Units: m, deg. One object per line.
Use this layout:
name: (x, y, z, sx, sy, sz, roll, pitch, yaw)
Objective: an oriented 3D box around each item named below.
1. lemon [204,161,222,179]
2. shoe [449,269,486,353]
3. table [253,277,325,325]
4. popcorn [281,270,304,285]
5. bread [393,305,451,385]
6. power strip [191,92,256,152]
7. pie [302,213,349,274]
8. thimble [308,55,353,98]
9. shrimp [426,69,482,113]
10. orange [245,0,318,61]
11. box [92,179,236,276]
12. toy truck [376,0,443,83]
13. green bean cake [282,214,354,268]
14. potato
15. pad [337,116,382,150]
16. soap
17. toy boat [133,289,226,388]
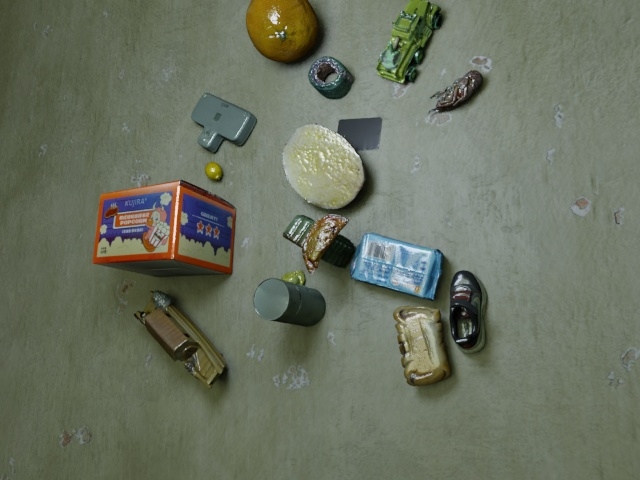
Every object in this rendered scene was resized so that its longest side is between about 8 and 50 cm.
lemon: (-0.386, -0.250, 2.043, 0.062, 0.062, 0.083, -45, 63, 12)
shoe: (0.390, 0.189, 1.515, 0.099, 0.112, 0.227, -8, 77, 27)
table: (-0.091, 0.190, 1.701, 0.127, 0.220, 0.126, -7, 75, 28)
popcorn: (-0.087, 0.128, 1.807, 0.083, 0.068, 0.059, -24, 91, -18)
bread: (0.283, 0.287, 1.566, 0.134, 0.081, 0.224, -12, 71, 19)
power strip: (-0.377, -0.421, 2.078, 0.265, 0.059, 0.193, 31, 89, 30)
pie: (-0.005, -0.002, 1.606, 0.088, 0.033, 0.191, 32, 88, 30)
thimble: (0.031, -0.542, 1.878, 0.135, 0.090, 0.118, 37, 99, 27)
shrimp: (0.396, -0.435, 1.680, 0.190, 0.075, 0.073, -34, 97, 28)
orange: (-0.128, -0.730, 1.904, 0.264, 0.264, 0.264, -6, 76, 26)
box: (-0.519, -0.025, 1.915, 0.349, 0.319, 0.256, -4, 75, 27)
toy truck: (0.269, -0.634, 1.752, 0.128, 0.135, 0.259, 30, 90, 29)
green bean cake: (0.000, 0.000, 1.720, 0.173, 0.181, 0.094, 30, 92, 32)
potato: (0.020, -0.229, 1.802, 0.299, 0.116, 0.239, 39, 104, 17)
pad: (0.123, -0.346, 1.836, 0.157, 0.003, 0.112, 3, 81, 28)
soap: (0.222, 0.073, 1.647, 0.293, 0.077, 0.156, 16, 87, 30)
toy boat: (-0.473, 0.327, 1.901, 0.446, 0.162, 0.135, 37, 94, 29)
